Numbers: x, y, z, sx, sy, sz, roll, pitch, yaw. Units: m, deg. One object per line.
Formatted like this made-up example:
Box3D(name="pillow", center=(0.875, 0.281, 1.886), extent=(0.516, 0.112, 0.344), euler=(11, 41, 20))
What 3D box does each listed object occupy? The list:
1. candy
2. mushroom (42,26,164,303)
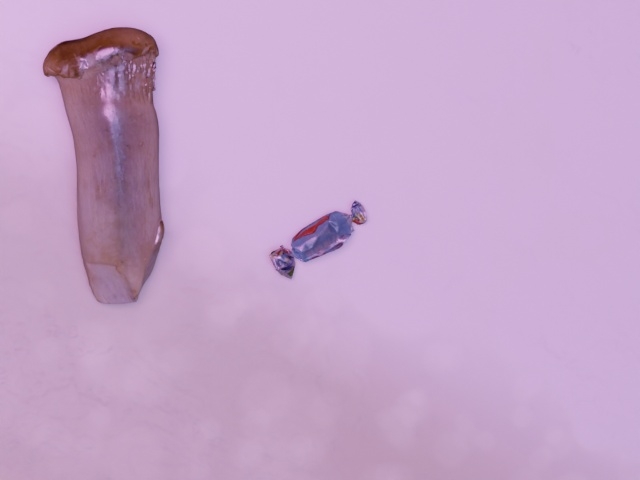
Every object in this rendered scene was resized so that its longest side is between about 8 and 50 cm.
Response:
Box3D(name="candy", center=(0.000, 0.000, 1.388), extent=(0.083, 0.020, 0.030), euler=(-30, 104, -8))
Box3D(name="mushroom", center=(-0.154, -0.052, 1.325), extent=(0.084, 0.071, 0.209), euler=(-5, 104, -6))
